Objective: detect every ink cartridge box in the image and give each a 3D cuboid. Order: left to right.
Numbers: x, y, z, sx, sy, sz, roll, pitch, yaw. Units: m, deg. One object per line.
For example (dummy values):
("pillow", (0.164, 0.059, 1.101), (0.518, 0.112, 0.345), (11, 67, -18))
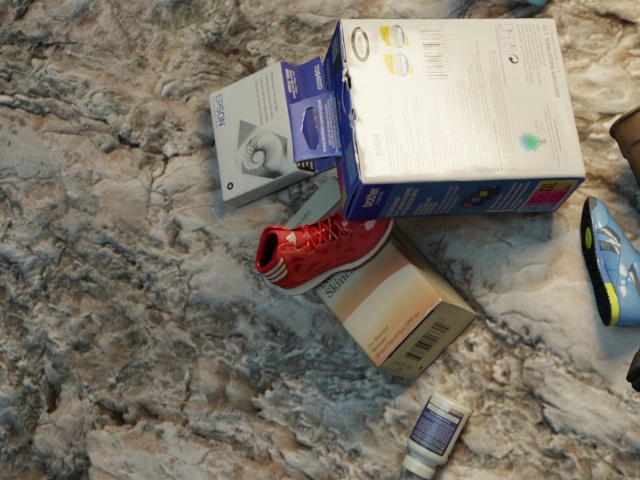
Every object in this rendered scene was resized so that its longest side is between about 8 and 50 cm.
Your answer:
("ink cartridge box", (-0.085, -0.196, 2.143), (0.224, 0.045, 0.223), (-22, 64, 25))
("ink cartridge box", (0.158, -0.179, 1.796), (0.395, 0.151, 0.270), (-2, 68, -12))

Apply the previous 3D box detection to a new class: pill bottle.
("pill bottle", (0.169, 0.289, 1.818), (0.067, 0.067, 0.120), (27, 90, 35))

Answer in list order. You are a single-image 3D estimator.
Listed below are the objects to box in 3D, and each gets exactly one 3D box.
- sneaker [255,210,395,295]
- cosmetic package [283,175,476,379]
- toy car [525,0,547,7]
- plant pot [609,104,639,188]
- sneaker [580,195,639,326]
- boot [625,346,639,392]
("sneaker", (0.000, 0.000, 1.820), (0.221, 0.128, 0.087), (-39, 58, 15))
("cosmetic package", (0.081, 0.056, 1.909), (0.153, 0.129, 0.296), (-49, 56, 11))
("toy car", (0.327, -0.533, 1.939), (0.219, 0.210, 0.238), (-52, 26, 24))
("plant pot", (0.500, -0.101, 1.685), (0.167, 0.167, 0.165), (-21, 72, 25))
("sneaker", (0.425, 0.029, 1.751), (0.082, 0.069, 0.209), (-6, 58, -4))
("boot", (0.609, 0.062, 1.550), (0.146, 0.367, 0.445), (-26, 32, 60))
